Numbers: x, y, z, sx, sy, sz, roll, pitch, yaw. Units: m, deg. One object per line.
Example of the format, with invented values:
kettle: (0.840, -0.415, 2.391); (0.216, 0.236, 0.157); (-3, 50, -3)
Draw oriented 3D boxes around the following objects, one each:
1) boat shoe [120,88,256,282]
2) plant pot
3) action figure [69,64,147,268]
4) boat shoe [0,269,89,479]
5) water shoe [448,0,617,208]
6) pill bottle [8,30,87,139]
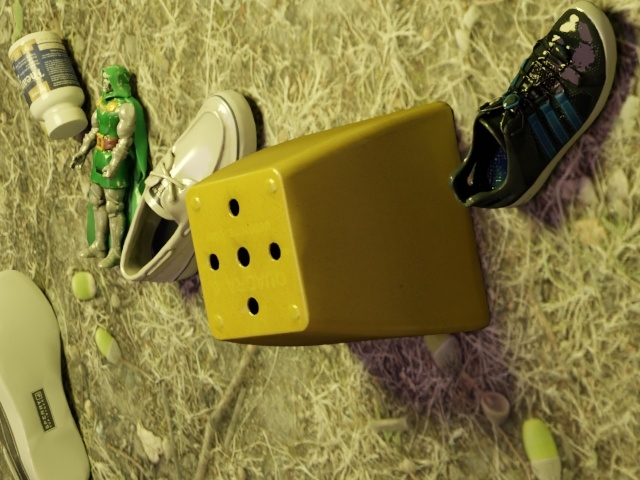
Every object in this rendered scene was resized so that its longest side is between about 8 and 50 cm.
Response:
boat shoe: (-0.146, -0.048, 1.627); (0.095, 0.084, 0.258); (47, 130, 32)
plant pot: (0.000, 0.000, 1.395); (0.212, 0.187, 0.212); (-10, 90, 49)
action figure: (-0.242, -0.088, 1.752); (0.137, 0.063, 0.232); (20, 110, 48)
boat shoe: (-0.383, 0.190, 1.944); (0.102, 0.108, 0.301); (-14, 95, 48)
water shoe: (0.175, -0.103, 1.253); (0.073, 0.080, 0.203); (46, 130, 31)
pill bottle: (-0.322, -0.183, 1.811); (0.067, 0.067, 0.120); (-40, 69, 46)
